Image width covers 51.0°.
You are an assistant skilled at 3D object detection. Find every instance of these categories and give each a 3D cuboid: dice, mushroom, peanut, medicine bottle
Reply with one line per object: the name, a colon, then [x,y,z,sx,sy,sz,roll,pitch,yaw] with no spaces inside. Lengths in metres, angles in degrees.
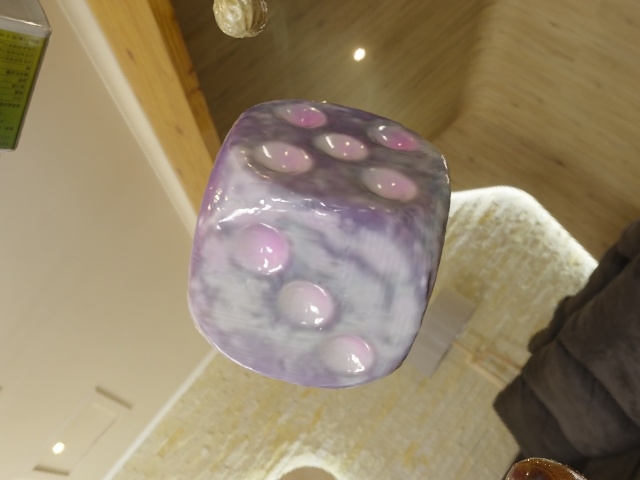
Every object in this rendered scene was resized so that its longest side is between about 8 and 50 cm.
dice: [0.000,0.000,0.836,0.270,0.271,0.270,-75,-2,-56]
mushroom: [0.381,0.444,1.046,0.138,0.194,0.231,-28,17,-4]
peanut: [-0.133,-0.397,1.130,0.083,0.093,0.194,-55,21,26]
medicine bottle: [-0.318,-0.144,0.602,0.088,0.132,0.188,2,-50,-43]
